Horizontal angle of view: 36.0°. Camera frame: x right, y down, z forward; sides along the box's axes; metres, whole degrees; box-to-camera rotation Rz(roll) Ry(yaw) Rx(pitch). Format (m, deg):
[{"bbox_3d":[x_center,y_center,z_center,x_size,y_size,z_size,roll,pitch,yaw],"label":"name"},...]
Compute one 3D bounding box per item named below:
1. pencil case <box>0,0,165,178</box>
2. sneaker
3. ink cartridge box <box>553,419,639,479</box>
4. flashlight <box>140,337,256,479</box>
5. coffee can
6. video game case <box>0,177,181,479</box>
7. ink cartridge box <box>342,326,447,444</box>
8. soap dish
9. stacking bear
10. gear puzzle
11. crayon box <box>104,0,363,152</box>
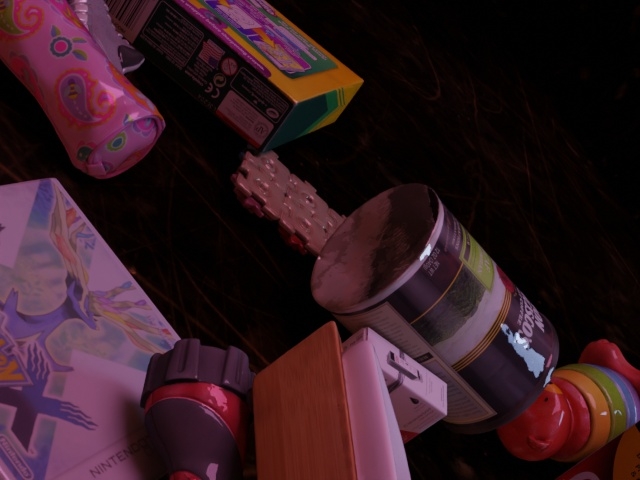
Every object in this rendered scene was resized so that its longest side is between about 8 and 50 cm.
[{"bbox_3d":[-0.309,-0.206,1.162,0.284,0.124,0.124,50,25,10],"label":"pencil case"},{"bbox_3d":[-0.303,-0.284,1.338,0.132,0.086,0.229,27,41,-45],"label":"sneaker"},{"bbox_3d":[0.518,0.401,1.356,0.130,0.272,0.309,18,36,-46],"label":"ink cartridge box"},{"bbox_3d":[-0.111,0.227,0.790,0.103,0.103,0.304,77,13,-46],"label":"flashlight"},{"bbox_3d":[0.149,0.091,1.272,0.275,0.201,0.201,45,23,-27],"label":"coffee can"},{"bbox_3d":[-0.250,0.088,0.897,0.329,0.036,0.300,50,25,9],"label":"video game case"},{"bbox_3d":[0.071,0.181,1.188,0.135,0.099,0.056,36,32,-19],"label":"ink cartridge box"},{"bbox_3d":[0.024,0.249,0.847,0.229,0.118,0.291,-98,174,-45],"label":"soap dish"},{"bbox_3d":[0.376,0.260,1.487,0.289,0.164,0.175,1,26,-43],"label":"stacking bear"},{"bbox_3d":[0.000,0.000,1.428,0.339,0.044,0.175,42,23,-17],"label":"gear puzzle"},{"bbox_3d":[-0.142,-0.307,1.536,0.363,0.106,0.313,40,23,6],"label":"crayon box"}]
